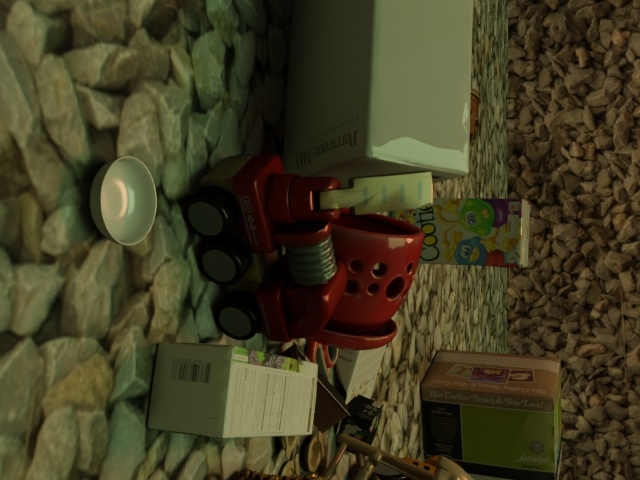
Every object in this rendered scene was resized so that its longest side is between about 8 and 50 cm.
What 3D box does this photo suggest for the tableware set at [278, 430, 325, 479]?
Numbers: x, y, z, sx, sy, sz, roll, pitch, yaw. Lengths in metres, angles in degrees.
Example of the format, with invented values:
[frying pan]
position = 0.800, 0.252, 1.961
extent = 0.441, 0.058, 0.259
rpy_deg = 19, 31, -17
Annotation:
[tableware set]
position = -0.030, 0.310, 1.084
extent = 0.168, 0.020, 0.141
rpy_deg = -35, 123, -63

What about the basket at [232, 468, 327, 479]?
[basket]
position = -0.035, 0.422, 0.811
extent = 0.299, 0.223, 0.213
rpy_deg = -59, 143, -50

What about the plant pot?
[plant pot]
position = 0.035, 0.049, 1.009
extent = 0.191, 0.191, 0.174
rpy_deg = -18, 123, -67

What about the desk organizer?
[desk organizer]
position = -0.017, 0.216, 1.042
extent = 0.130, 0.050, 0.047
rpy_deg = 51, 5, -21

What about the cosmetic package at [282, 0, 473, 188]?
[cosmetic package]
position = 0.076, -0.299, 0.978
extent = 0.161, 0.230, 0.453
rpy_deg = 7, 80, -29

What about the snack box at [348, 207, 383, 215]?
[snack box]
position = 0.049, -0.081, 1.191
extent = 0.207, 0.070, 0.174
rpy_deg = -62, 145, -45

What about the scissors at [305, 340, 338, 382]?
[scissors]
position = -0.012, 0.109, 1.115
extent = 0.109, 0.021, 0.297
rpy_deg = -58, 144, -49

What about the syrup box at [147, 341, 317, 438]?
[syrup box]
position = -0.090, 0.177, 0.830
extent = 0.237, 0.093, 0.096
rpy_deg = 31, 62, -65

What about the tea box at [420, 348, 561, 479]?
[tea box]
position = 0.455, 0.482, 1.871
extent = 0.220, 0.329, 0.323
rpy_deg = -42, 130, -60

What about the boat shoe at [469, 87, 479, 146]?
[boat shoe]
position = 0.385, -0.332, 1.948
extent = 0.307, 0.110, 0.104
rpy_deg = 23, 69, -66

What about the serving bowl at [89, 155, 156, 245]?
[serving bowl]
position = -0.188, -0.037, 0.666
extent = 0.083, 0.027, 0.083
rpy_deg = 0, 90, -68

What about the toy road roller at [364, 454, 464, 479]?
[toy road roller]
position = 0.232, 0.516, 1.329
extent = 0.240, 0.329, 0.202
rpy_deg = -4, 101, -52

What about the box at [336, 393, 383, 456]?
[box]
position = 0.071, 0.327, 1.260
extent = 0.062, 0.052, 0.083
rpy_deg = -24, 131, -65

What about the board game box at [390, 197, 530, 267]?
[board game box]
position = 0.301, -0.018, 1.539
extent = 0.142, 0.275, 0.144
rpy_deg = 2, 90, -68

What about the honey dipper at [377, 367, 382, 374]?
[honey dipper]
position = 0.120, 0.191, 1.435
extent = 0.030, 0.030, 0.161
rpy_deg = 8, 86, -68

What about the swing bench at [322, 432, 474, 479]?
[swing bench]
position = 0.104, 0.458, 1.075
extent = 0.253, 0.254, 0.165
rpy_deg = -52, 138, -47

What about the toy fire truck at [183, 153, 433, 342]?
[toy fire truck]
position = 0.000, 0.000, 0.840
extent = 0.158, 0.246, 0.217
rpy_deg = -55, 140, -53

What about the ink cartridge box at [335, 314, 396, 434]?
[ink cartridge box]
position = 0.069, 0.215, 1.311
extent = 0.189, 0.066, 0.232
rpy_deg = -7, 119, -68
